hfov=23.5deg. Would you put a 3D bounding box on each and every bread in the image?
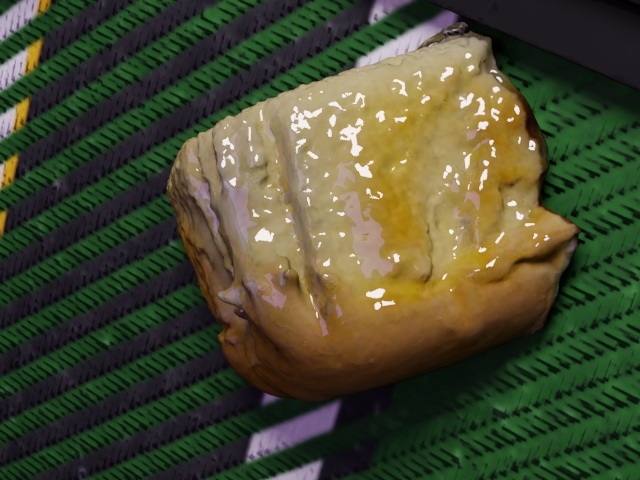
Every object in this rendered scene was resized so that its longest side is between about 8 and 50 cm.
[{"bbox_3d":[0.000,-0.001,0.832,0.252,0.133,0.174,-20,85,36],"label":"bread"}]

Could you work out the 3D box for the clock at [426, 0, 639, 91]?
[{"bbox_3d":[0.124,-0.235,0.756,0.273,0.049,0.279,27,113,28],"label":"clock"}]
